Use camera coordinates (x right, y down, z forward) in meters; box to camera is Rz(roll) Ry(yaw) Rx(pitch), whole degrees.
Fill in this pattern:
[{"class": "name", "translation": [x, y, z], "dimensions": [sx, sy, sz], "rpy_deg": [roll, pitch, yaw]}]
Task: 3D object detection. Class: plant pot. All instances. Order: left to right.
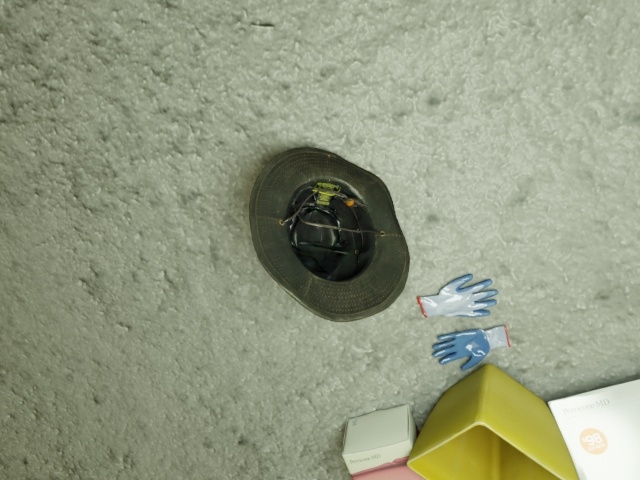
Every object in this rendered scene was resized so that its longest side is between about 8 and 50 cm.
[{"class": "plant pot", "translation": [0.324, 0.370, 0.873], "dimensions": [0.212, 0.187, 0.212], "rpy_deg": [35, 127, -1]}]

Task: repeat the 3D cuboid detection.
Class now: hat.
[{"class": "hat", "translation": [0.000, 0.000, 0.845], "dimensions": [0.331, 0.331, 0.134], "rpy_deg": [42, 144, -3]}]

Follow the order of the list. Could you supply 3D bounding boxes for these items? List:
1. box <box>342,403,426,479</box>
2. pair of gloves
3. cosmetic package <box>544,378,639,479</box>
[{"class": "box", "translation": [0.158, 0.497, 0.980], "dimensions": [0.149, 0.127, 0.232], "rpy_deg": [-20, 101, 14]}, {"class": "pair of gloves", "translation": [0.293, 0.169, 0.931], "dimensions": [0.159, 0.023, 0.198], "rpy_deg": [-17, 100, 14]}, {"class": "cosmetic package", "translation": [0.653, 0.387, 0.821], "dimensions": [0.378, 0.097, 0.284], "rpy_deg": [-20, 63, 13]}]
